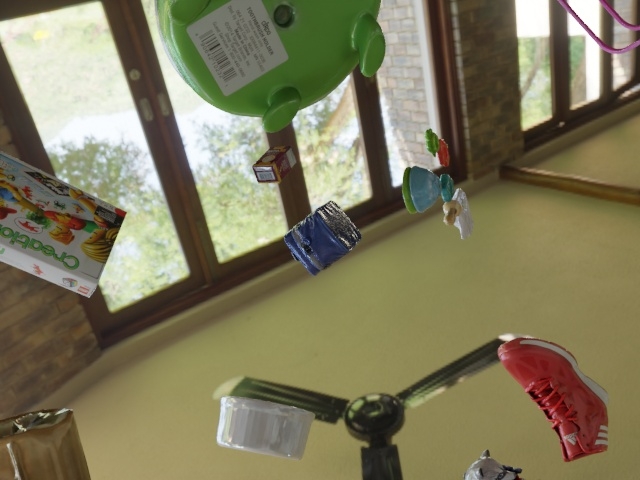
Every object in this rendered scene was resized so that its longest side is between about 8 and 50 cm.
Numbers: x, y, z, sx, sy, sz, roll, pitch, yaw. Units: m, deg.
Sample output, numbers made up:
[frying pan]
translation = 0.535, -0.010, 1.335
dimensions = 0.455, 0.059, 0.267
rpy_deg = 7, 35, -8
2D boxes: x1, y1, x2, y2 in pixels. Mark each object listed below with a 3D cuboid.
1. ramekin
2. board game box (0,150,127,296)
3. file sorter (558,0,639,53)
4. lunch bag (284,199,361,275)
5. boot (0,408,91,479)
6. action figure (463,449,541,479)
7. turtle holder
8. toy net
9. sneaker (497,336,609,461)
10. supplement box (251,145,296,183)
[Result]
[ramekin]
translation = -0.162, 0.538, 1.708
dimensions = 0.277, 0.277, 0.135
rpy_deg = 1, -112, 26
[board game box]
translation = -0.520, -0.042, 1.066
dimensions = 0.053, 0.305, 0.192
rpy_deg = -44, -151, 36
[file sorter]
translation = 0.486, -0.442, 0.851
dimensions = 0.290, 0.202, 0.182
rpy_deg = -46, -175, -16
[lunch bag]
translation = 0.000, 0.000, 0.731
dimensions = 0.065, 0.067, 0.098
rpy_deg = -38, 179, 22
[boot]
translation = -0.247, 0.313, 0.649
dimensions = 0.236, 0.269, 0.089
rpy_deg = -14, -174, -2
[action figure]
translation = 0.382, 0.554, 1.112
dimensions = 0.179, 0.330, 0.341
rpy_deg = -24, 175, -32
[turtle holder]
translation = -0.053, -0.309, 0.710
dimensions = 0.243, 0.320, 0.227
rpy_deg = 24, -164, -34
[toy net]
translation = 0.185, -0.075, 0.919
dimensions = 0.045, 0.122, 0.232
rpy_deg = -7, 159, 27
[sneaker]
translation = 0.353, 0.240, 0.879
dimensions = 0.087, 0.221, 0.128
rpy_deg = -46, -160, 39
[supplement box]
translation = -0.093, -0.155, 1.221
dimensions = 0.055, 0.043, 0.083
rpy_deg = 0, -145, 28
